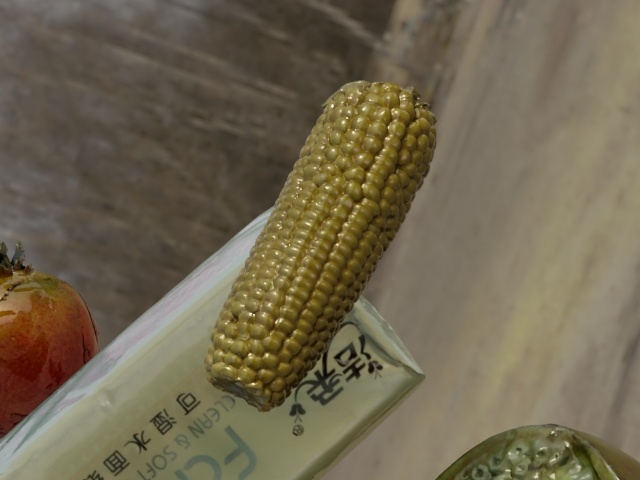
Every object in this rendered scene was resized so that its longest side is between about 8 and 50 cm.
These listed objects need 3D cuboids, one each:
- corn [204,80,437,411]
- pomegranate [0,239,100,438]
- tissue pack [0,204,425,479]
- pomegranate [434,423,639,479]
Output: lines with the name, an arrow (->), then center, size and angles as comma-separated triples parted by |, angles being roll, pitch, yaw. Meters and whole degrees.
corn -> 0.002, -0.001, 1.337 | 0.260, 0.091, 0.091 | -62, 6, -17
pomegranate -> -0.368, 0.121, 2.237 | 0.210, 0.210, 0.235 | 127, 127, -82
tissue pack -> -0.119, 0.168, 1.701 | 0.405, 0.205, 0.332 | -42, 3, 1
pomegranate -> 0.157, 0.309, 1.482 | 0.358, 0.216, 0.310 | 9, 68, 57
